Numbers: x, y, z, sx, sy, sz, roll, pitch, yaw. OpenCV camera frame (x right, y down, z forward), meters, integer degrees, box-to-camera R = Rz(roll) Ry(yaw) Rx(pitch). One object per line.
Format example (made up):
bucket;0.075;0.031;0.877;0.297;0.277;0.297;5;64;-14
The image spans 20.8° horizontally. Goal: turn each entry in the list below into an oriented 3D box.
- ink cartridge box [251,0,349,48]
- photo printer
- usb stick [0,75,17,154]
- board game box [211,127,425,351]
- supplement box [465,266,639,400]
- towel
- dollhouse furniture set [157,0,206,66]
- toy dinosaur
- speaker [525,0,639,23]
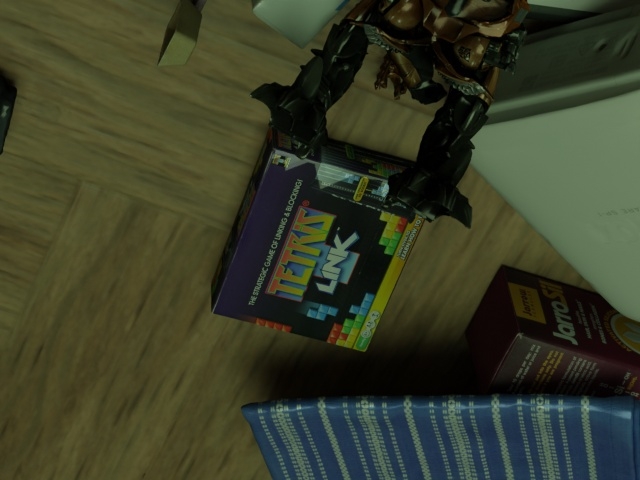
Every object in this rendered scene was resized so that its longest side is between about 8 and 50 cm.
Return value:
ink cartridge box;-0.007;-0.210;1.260;0.052;0.122;0.088;34;116;-27
photo printer;0.276;-0.039;1.334;0.307;0.107;0.256;43;151;-27
usb stick;-0.376;-0.123;1.340;0.278;0.045;0.077;13;121;-12
board game box;0.000;0.000;1.442;0.141;0.048;0.170;14;121;-13
supplement box;0.229;0.104;1.490;0.188;0.104;0.081;17;121;-14
towel;0.118;0.207;1.512;0.336;0.040;0.243;-2;143;12
dollhouse furniture set;-0.118;-0.190;1.273;0.081;0.114;0.091;24;121;-13
toy dinosaur;0.084;-0.135;1.215;0.164;0.322;0.218;26;80;17
speaker;0.179;-0.193;1.322;0.136;0.055;0.055;7;123;-8
